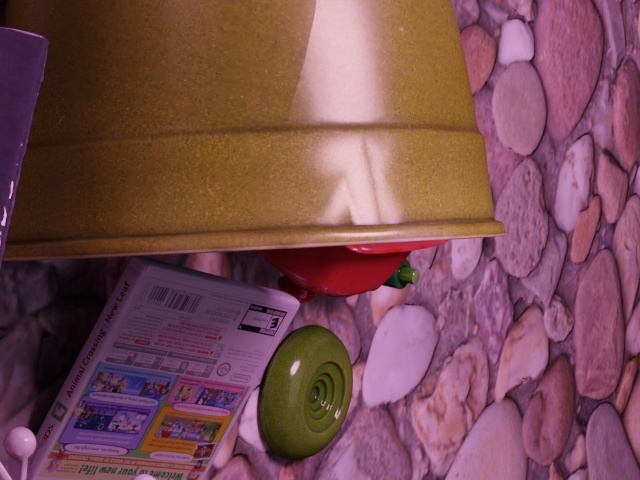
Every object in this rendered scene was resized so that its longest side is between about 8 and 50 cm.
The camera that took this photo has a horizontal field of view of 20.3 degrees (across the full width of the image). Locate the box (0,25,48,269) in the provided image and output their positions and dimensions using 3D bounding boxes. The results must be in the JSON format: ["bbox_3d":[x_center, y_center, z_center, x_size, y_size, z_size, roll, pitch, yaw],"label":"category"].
[{"bbox_3d":[-0.310,0.025,0.839,0.182,0.294,0.296,126,-25,-55],"label":"box"}]

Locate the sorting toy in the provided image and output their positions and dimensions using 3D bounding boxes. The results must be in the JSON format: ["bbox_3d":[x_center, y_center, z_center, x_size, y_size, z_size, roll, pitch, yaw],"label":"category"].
[{"bbox_3d":[0.024,0.173,1.624,0.127,0.126,0.365,10,91,-57],"label":"sorting toy"}]

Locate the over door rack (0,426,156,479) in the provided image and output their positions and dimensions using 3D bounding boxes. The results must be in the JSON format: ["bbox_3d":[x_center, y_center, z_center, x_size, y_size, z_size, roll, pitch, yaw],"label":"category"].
[{"bbox_3d":[-0.234,0.145,1.124,0.108,0.240,0.324,-62,143,-21],"label":"over door rack"}]

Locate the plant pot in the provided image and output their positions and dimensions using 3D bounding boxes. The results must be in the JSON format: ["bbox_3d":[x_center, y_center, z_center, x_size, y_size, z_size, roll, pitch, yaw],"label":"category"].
[{"bbox_3d":[-0.064,-0.169,1.237,0.366,0.367,0.352,-4,92,-56],"label":"plant pot"}]

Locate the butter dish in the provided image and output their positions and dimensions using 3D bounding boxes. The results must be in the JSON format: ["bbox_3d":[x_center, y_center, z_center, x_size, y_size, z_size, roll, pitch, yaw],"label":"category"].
[{"bbox_3d":[0.000,0.000,1.548,0.160,0.160,0.118,-6,127,-56],"label":"butter dish"}]

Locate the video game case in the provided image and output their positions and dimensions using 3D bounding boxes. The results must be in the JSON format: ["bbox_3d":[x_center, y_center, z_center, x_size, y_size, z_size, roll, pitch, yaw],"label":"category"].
[{"bbox_3d":[-0.124,0.114,1.424,0.212,0.023,0.193,17,104,-57],"label":"video game case"}]
